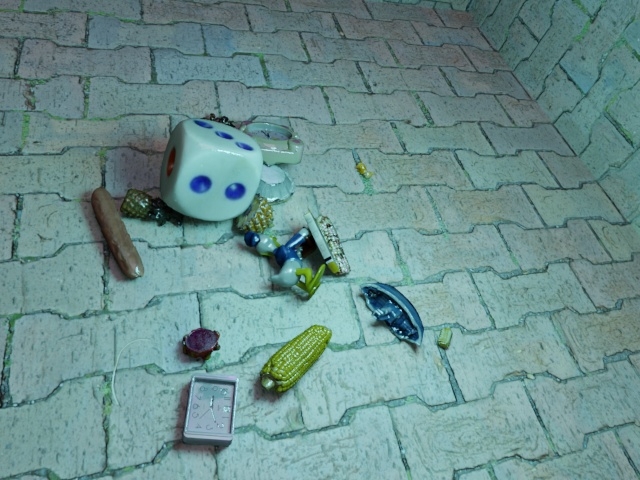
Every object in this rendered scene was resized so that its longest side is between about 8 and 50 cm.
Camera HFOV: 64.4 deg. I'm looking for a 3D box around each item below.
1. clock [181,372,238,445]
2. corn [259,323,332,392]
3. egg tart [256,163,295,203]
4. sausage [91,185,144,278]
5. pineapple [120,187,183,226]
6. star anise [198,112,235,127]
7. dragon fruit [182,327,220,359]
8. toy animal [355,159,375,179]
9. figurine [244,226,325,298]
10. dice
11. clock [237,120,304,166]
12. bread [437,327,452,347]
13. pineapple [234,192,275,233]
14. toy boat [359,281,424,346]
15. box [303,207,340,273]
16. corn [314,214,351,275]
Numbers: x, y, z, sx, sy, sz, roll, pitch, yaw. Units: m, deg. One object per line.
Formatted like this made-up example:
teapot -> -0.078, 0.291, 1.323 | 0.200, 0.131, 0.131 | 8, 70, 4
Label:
clock -> -0.330, 0.505, 1.526 | 0.150, 0.063, 0.197 | 9, 51, -12
corn -> -0.078, 0.383, 1.674 | 0.119, 0.119, 0.322 | 38, 47, 12
egg tart -> -0.216, -0.252, 2.142 | 0.234, 0.094, 0.234 | 8, 48, -10
sausage -> -0.728, -0.032, 1.804 | 0.087, 0.088, 0.433 | -18, 61, -29
pineapple -> -0.616, -0.120, 1.902 | 0.237, 0.111, 0.119 | 17, 76, -15
star anise -> -0.471, -0.517, 2.291 | 0.167, 0.057, 0.168 | 3, 53, -4
dragon fruit -> -0.382, 0.338, 1.643 | 0.126, 0.068, 0.112 | -5, 37, -6
toy animal -> 0.210, -0.326, 2.358 | 0.060, 0.081, 0.083 | -19, 41, -33
figurine -> -0.125, 0.034, 1.884 | 0.338, 0.205, 0.284 | 27, 49, 8
dice -> -0.410, -0.261, 1.892 | 0.304, 0.304, 0.277 | 9, 31, -32
clock -> -0.228, -0.435, 2.215 | 0.283, 0.114, 0.309 | 3, 31, -15
bread -> 0.471, 0.367, 1.921 | 0.049, 0.034, 0.088 | 17, 44, 13
pineapple -> -0.235, -0.086, 1.989 | 0.136, 0.161, 0.176 | 35, 15, -31
toy boat -> 0.260, 0.267, 1.867 | 0.309, 0.129, 0.142 | 45, 42, 17
box -> 0.000, 0.000, 1.920 | 0.033, 0.129, 0.247 | -27, 65, 4
corn -> 0.041, 0.022, 2.021 | 0.092, 0.092, 0.281 | -11, 62, -25
